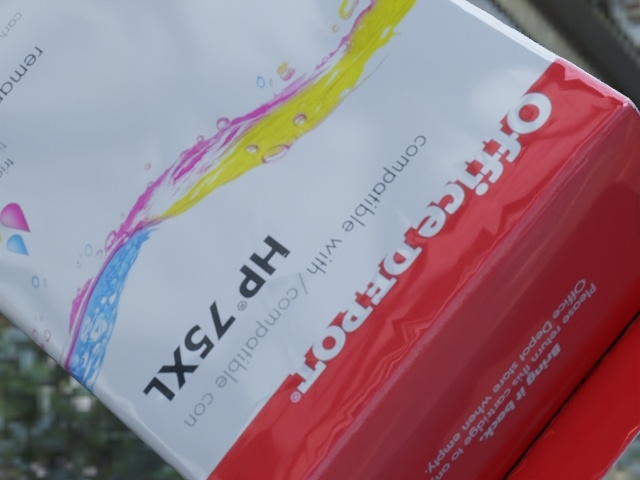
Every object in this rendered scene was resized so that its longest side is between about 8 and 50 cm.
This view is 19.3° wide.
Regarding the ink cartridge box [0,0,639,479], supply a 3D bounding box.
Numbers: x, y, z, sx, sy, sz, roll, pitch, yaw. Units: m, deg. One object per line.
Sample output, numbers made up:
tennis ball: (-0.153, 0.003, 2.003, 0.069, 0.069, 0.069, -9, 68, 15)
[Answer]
ink cartridge box: (0.000, 0.000, 0.484, 0.231, 0.134, 0.078, 36, -5, 35)
